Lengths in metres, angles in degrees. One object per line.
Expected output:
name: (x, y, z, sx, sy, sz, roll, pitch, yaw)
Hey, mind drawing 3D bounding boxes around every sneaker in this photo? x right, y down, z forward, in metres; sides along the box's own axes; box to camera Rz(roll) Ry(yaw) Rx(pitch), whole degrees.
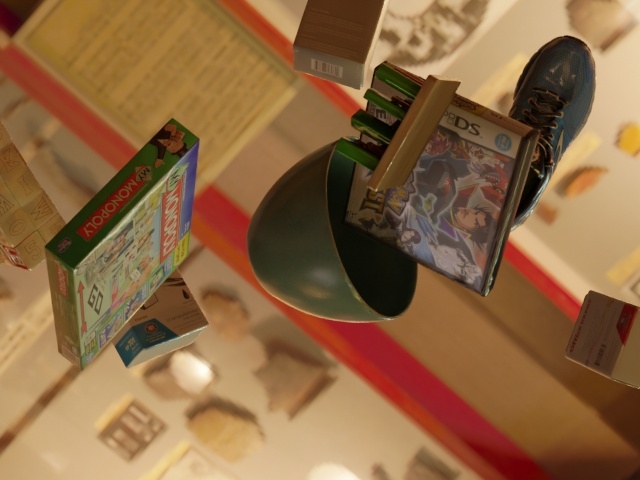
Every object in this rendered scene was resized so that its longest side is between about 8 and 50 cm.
sneaker: (0.335, -0.156, 2.117, 0.147, 0.130, 0.330, -53, 165, -81)

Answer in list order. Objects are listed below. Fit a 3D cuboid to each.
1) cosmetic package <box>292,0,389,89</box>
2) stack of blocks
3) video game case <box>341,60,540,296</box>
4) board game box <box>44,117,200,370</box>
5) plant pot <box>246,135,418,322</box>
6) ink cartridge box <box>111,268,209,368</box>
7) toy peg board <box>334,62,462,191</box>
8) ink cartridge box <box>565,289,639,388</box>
cosmetic package: (0.045, -0.387, 2.270, 0.107, 0.127, 0.238, 91, 18, -70)
stack of blocks: (-0.494, -0.106, 1.939, 0.087, 0.297, 0.171, -43, -149, -26)
video game case: (0.162, -0.085, 1.945, 0.035, 0.248, 0.274, -38, 148, -47)
board game box: (-0.233, 0.013, 1.634, 0.213, 0.046, 0.317, -48, 169, -24)
plant pot: (0.000, 0.000, 2.154, 0.195, 0.290, 0.290, -14, -152, 28)
ink cartridge box: (-0.296, 0.096, 2.279, 0.140, 0.190, 0.082, -20, 164, -39)
toy peg board: (0.097, -0.155, 1.777, 0.161, 0.079, 0.161, -60, 168, 14)
ink cartridge box: (0.496, 0.163, 2.306, 0.175, 0.072, 0.127, -153, -98, -73)
